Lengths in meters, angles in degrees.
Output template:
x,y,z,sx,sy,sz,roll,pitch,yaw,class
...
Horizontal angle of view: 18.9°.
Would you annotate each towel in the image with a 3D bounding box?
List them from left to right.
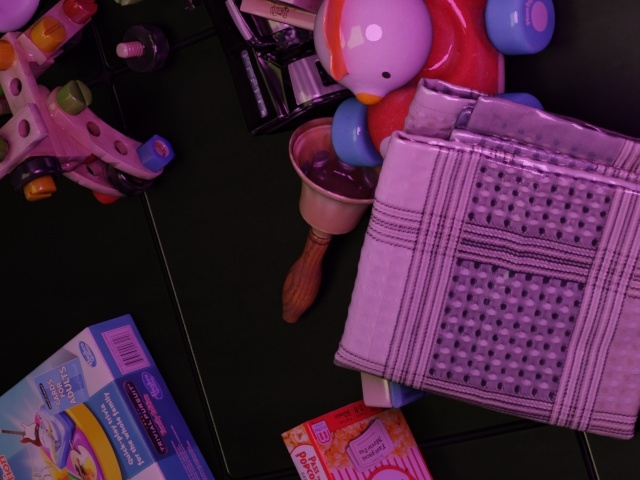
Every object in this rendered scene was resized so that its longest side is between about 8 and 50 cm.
x,y,z,sx,sy,sz,roll,pitch,yaw,class
0.193,0.026,1.796,0.312,0.056,0.324,16,118,2,towel

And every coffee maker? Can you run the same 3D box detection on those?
x,y,z,sx,sy,sz,roll,pitch,yaw,class
-0.048,-0.205,2.023,0.178,0.120,0.171,72,160,3,coffee maker

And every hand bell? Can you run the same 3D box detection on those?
x,y,z,sx,sy,sz,roll,pitch,yaw,class
0.000,0.000,2.044,0.126,0.126,0.242,42,137,24,hand bell

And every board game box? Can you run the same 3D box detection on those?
x,y,z,sx,sy,sz,roll,pitch,yaw,class
-0.296,0.281,2.351,0.336,0.079,0.253,-37,76,39,board game box
0.057,0.266,2.011,0.045,0.147,0.193,-30,81,40,board game box

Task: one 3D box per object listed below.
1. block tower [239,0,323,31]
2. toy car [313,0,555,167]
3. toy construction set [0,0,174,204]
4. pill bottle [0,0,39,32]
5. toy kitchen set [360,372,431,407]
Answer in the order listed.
x,y,z,sx,sy,sz,roll,pitch,yaw,class
0.001,-0.377,1.871,0.091,0.097,0.335,19,95,24,block tower
0.066,-0.168,1.819,0.219,0.238,0.210,2,87,39,toy car
-0.346,-0.151,2.185,0.309,0.237,0.257,-4,98,41,toy construction set
-0.431,-0.313,2.306,0.184,0.103,0.103,17,111,36,pill bottle
0.132,0.056,1.914,0.166,0.122,0.207,0,100,40,toy kitchen set
